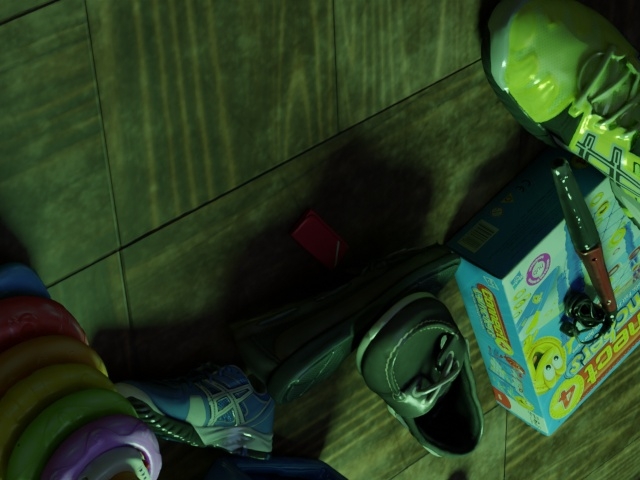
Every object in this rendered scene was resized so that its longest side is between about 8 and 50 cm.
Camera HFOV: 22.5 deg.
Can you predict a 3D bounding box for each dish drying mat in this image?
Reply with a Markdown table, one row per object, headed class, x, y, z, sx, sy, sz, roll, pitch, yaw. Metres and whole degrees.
| class | x | y | z | sx | sy | sz | roll | pitch | yaw |
| --- | --- | --- | --- | --- | --- | --- | --- | --- | --- |
| dish drying mat | 0.000 | 0.000 | 1.542 | 0.032 | 0.008 | 0.083 | -52 | 142 | -4 |

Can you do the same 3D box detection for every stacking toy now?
| class | x | y | z | sx | sy | sz | roll | pitch | yaw |
| --- | --- | --- | --- | --- | --- | --- | --- | --- | --- |
| stacking toy | -0.188 | 0.163 | 1.216 | 0.166 | 0.302 | 0.175 | -37 | 137 | -23 |

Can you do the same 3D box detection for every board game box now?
| class | x | y | z | sx | sy | sz | roll | pitch | yaw |
| --- | --- | --- | --- | --- | --- | --- | --- | --- | --- |
| board game box | 0.302 | 0.019 | 1.817 | 0.308 | 0.086 | 0.302 | -43 | 140 | -17 |

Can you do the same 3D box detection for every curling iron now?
| class | x | y | z | sx | sy | sz | roll | pitch | yaw |
| --- | --- | --- | --- | --- | --- | --- | --- | --- | --- |
| curling iron | 0.272 | 0.015 | 1.682 | 0.068 | 0.035 | 0.274 | -40 | 140 | -20 |

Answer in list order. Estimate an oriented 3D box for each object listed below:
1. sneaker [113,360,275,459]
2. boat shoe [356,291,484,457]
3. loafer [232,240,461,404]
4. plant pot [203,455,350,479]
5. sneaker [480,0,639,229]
| class | x | y | z | sx | sy | sz | roll | pitch | yaw |
| --- | --- | --- | --- | --- | --- | --- | --- | --- | --- |
| sneaker | -0.118 | 0.148 | 1.482 | 0.211 | 0.080 | 0.081 | 21 | 79 | -53 |
| boat shoe | 0.116 | 0.142 | 1.620 | 0.112 | 0.095 | 0.335 | -46 | 160 | -7 |
| loafer | 0.029 | 0.057 | 1.556 | 0.267 | 0.084 | 0.096 | -33 | 159 | -38 |
| plant pot | -0.019 | 0.362 | 1.577 | 0.212 | 0.236 | 0.236 | -59 | 153 | 7 |
| sneaker | 0.321 | -0.123 | 1.607 | 0.384 | 0.147 | 0.145 | 36 | 80 | -26 |
